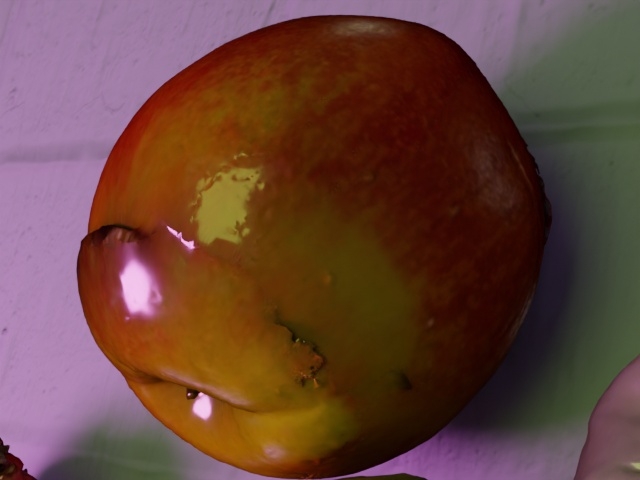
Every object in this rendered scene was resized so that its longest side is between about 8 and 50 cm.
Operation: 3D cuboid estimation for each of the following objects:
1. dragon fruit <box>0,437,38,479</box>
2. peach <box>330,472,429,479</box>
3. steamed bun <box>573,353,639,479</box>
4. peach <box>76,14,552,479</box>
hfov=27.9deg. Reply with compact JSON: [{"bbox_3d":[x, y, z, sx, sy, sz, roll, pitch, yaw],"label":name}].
[{"bbox_3d":[-0.357,0.307,1.194,0.269,0.250,0.291,-11,67,54],"label":"dragon fruit"},{"bbox_3d":[0.029,0.315,0.858,0.314,0.281,0.315,19,73,45],"label":"peach"},{"bbox_3d":[0.302,0.221,0.715,0.342,0.255,0.367,10,58,35],"label":"steamed bun"},{"bbox_3d":[0.000,0.000,1.010,0.370,0.370,0.370,-16,60,31],"label":"peach"}]
